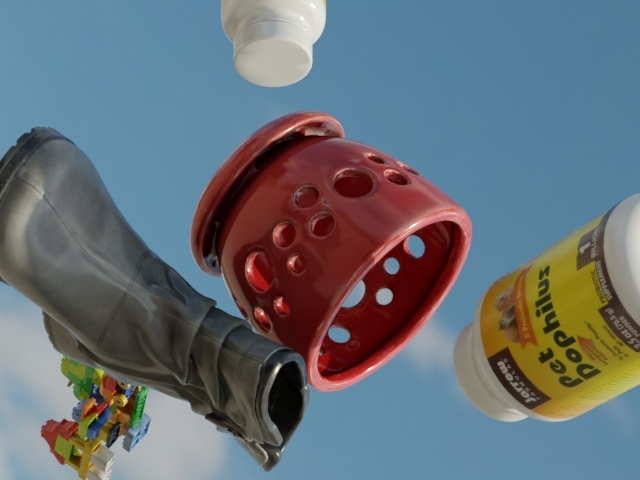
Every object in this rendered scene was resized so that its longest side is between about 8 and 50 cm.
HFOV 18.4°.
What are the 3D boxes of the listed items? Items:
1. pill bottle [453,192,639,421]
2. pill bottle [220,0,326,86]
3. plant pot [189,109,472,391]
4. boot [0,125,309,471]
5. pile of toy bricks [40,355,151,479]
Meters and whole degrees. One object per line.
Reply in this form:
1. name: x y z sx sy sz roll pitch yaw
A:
1. pill bottle: 0.190 0.057 1.413 0.117 0.117 0.215 51 -41 -1
2. pill bottle: -0.029 -0.154 1.211 0.065 0.116 0.065 -1 -34 -1
3. plant pot: 0.000 0.000 1.615 0.174 0.191 0.191 41 -31 21
4. boot: -0.115 0.048 1.462 0.223 0.118 0.338 28 -13 20
5. pile of toy bricks: -0.219 0.136 1.952 0.105 0.118 0.212 34 -39 11
